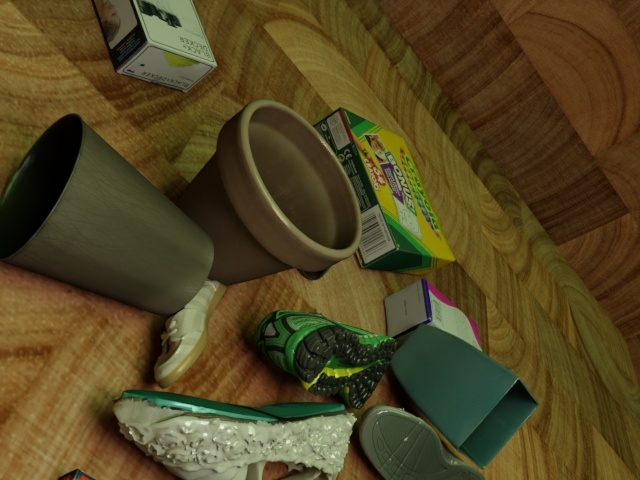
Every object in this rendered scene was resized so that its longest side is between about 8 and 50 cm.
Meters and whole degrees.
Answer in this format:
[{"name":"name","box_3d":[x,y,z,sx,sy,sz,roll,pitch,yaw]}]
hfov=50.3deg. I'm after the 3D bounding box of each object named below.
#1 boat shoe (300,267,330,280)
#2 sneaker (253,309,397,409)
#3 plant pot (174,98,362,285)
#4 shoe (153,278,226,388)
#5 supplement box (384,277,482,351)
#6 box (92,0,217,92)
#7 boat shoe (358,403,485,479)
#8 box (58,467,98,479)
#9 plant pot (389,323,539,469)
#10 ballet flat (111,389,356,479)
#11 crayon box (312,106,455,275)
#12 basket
[{"name":"boat shoe","box_3d":[0.000,0.000,1.199,0.228,0.081,0.069,103,-17,-64]},{"name":"sneaker","box_3d":[0.018,0.177,1.116,0.146,0.134,0.343,28,-6,31]},{"name":"plant pot","box_3d":[-0.102,-0.043,1.022,0.263,0.229,0.263,38,36,-34]},{"name":"shoe","box_3d":[-0.185,0.114,0.915,0.058,0.076,0.219,42,25,-14]},{"name":"supplement box","box_3d":[0.249,0.197,1.487,0.220,0.114,0.111,38,35,-33]},{"name":"box","box_3d":[-0.306,-0.416,1.188,0.169,0.087,0.290,4,61,-57]},{"name":"boat shoe","box_3d":[0.169,0.381,1.211,0.320,0.118,0.103,38,-7,-31]},{"name":"box","box_3d":[-0.202,0.340,0.711,0.207,0.036,0.114,44,32,-27]},{"name":"plant pot","box_3d":[0.256,0.276,1.298,0.234,0.166,0.165,40,-4,40]},{"name":"ballet flat","box_3d":[-0.087,0.270,0.874,0.409,0.147,0.147,20,48,-50]},{"name":"crayon box","box_3d":[0.153,-0.106,1.618,0.313,0.106,0.363,9,57,-55]},{"name":"basket","box_3d":[-0.254,-0.012,0.842,0.227,0.154,0.204,39,41,-41]}]
